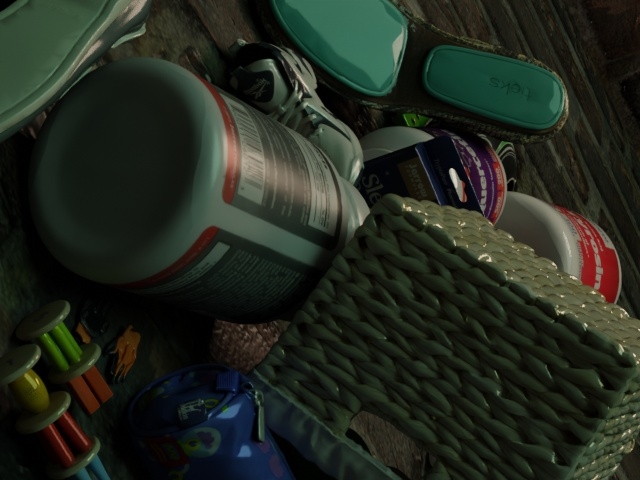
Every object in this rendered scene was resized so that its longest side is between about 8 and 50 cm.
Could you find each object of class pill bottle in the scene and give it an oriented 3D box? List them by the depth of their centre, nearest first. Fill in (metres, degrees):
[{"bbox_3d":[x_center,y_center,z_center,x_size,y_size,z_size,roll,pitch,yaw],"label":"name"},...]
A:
[{"bbox_3d":[-0.100,-0.030,1.442,0.363,0.210,0.210,25,50,-60],"label":"pill bottle"},{"bbox_3d":[0.132,-0.067,2.018,0.323,0.182,0.181,-11,83,-67],"label":"pill bottle"},{"bbox_3d":[0.349,0.053,2.347,0.408,0.229,0.229,10,63,-64],"label":"pill bottle"}]

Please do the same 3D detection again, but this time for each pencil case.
[{"bbox_3d":[-0.067,0.255,1.398,0.306,0.133,0.119,63,18,-21],"label":"pencil case"}]

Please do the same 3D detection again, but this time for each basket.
[{"bbox_3d":[0.156,0.142,1.493,0.328,0.266,0.331,35,11,21],"label":"basket"}]

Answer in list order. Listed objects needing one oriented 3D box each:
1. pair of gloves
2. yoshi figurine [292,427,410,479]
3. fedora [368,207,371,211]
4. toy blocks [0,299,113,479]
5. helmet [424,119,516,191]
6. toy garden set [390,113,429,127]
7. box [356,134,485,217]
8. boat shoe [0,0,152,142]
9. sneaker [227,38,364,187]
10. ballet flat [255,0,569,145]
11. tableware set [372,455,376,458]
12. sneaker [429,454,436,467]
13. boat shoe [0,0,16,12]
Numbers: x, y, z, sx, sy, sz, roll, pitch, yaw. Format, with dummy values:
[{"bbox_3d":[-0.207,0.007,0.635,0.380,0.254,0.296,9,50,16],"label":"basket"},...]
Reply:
[{"bbox_3d":[-0.201,0.091,1.378,0.083,0.010,0.074,55,29,-27],"label":"pair of gloves"},{"bbox_3d":[0.091,0.361,1.552,0.204,0.203,0.362,-3,46,-37],"label":"yoshi figurine"},{"bbox_3d":[0.000,0.000,1.757,0.079,0.194,0.194,-43,118,-25],"label":"fedora"},{"bbox_3d":[-0.214,0.142,1.255,0.148,0.054,0.123,61,25,-22],"label":"toy blocks"},{"bbox_3d":[0.230,-0.124,2.308,0.161,0.169,0.169,-22,93,-57],"label":"helmet"},{"bbox_3d":[0.101,-0.291,2.294,0.244,0.049,0.204,64,26,-14],"label":"toy garden set"},{"bbox_3d":[0.082,-0.036,1.825,0.136,0.225,0.036,66,24,-11],"label":"box"},{"bbox_3d":[-0.248,-0.146,1.264,0.319,0.116,0.099,-52,159,-34],"label":"boat shoe"},{"bbox_3d":[-0.045,-0.157,1.781,0.153,0.094,0.235,21,42,-52],"label":"sneaker"},{"bbox_3d":[0.110,-0.241,2.050,0.483,0.182,0.164,19,78,-16],"label":"ballet flat"},{"bbox_3d":[0.054,0.333,1.746,0.141,0.020,0.168,-8,80,-66],"label":"tableware set"},{"bbox_3d":[0.239,0.279,2.103,0.146,0.105,0.295,62,31,-24],"label":"sneaker"},{"bbox_3d":[-0.255,-0.252,1.412,0.114,0.091,0.302,69,23,-5],"label":"boat shoe"}]
